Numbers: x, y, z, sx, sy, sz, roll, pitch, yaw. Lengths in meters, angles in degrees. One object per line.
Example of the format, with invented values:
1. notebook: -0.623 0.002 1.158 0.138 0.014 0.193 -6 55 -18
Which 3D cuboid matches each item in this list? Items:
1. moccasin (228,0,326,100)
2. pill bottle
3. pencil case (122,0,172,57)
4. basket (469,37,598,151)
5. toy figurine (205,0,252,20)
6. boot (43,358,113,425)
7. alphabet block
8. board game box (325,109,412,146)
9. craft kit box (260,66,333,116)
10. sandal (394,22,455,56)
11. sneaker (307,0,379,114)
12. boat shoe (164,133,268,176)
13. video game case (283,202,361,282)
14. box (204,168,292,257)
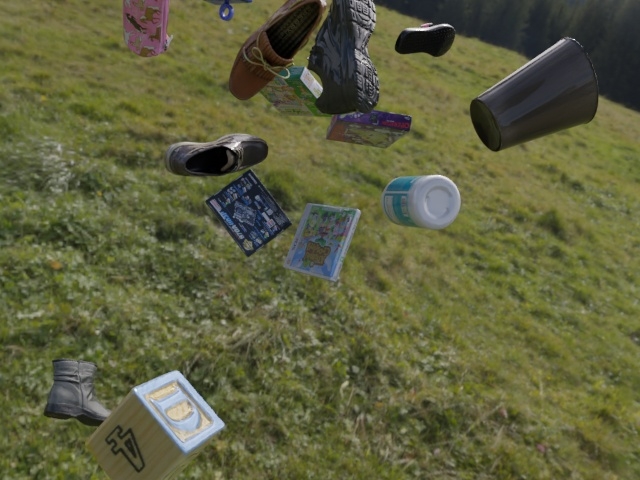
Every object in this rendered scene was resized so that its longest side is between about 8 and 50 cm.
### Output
1. moccasin: -0.126 -0.544 1.646 0.139 0.380 0.147 42 24 -26
2. pill bottle: 0.264 -0.109 1.619 0.146 0.146 0.264 6 3 -19
3. pencil case: -0.567 -0.799 1.908 0.167 0.386 0.160 1 57 -17
4. basket: 0.458 -0.300 1.264 0.227 0.204 0.154 -26 36 -4
5. toy figurine: -0.171 -0.610 1.333 0.363 0.217 0.191 9 2 27
6. boot: -0.628 0.414 1.580 0.246 0.084 0.161 38 43 -47
7. alphabet block: -0.385 0.456 1.358 0.193 0.197 0.192 46 15 14
8. board game box: 0.133 -0.334 1.731 0.208 0.056 0.347 12 0 -4
9. craft kit box: -0.102 -0.545 2.133 0.250 0.060 0.247 10 -14 35
10. sandal: 0.207 -0.406 1.156 0.179 0.067 0.040 -15 48 -39
11. sneaker: 0.032 -0.373 1.089 0.130 0.286 0.109 -5 -9 34
12. boat shoe: -0.308 -0.255 1.835 0.356 0.132 0.130 -18 32 -34
13. video game case: 0.000 0.000 1.519 0.023 0.193 0.212 26 -9 -38
14. box: -0.221 -0.084 1.787 0.220 0.175 0.051 53 -11 -4
